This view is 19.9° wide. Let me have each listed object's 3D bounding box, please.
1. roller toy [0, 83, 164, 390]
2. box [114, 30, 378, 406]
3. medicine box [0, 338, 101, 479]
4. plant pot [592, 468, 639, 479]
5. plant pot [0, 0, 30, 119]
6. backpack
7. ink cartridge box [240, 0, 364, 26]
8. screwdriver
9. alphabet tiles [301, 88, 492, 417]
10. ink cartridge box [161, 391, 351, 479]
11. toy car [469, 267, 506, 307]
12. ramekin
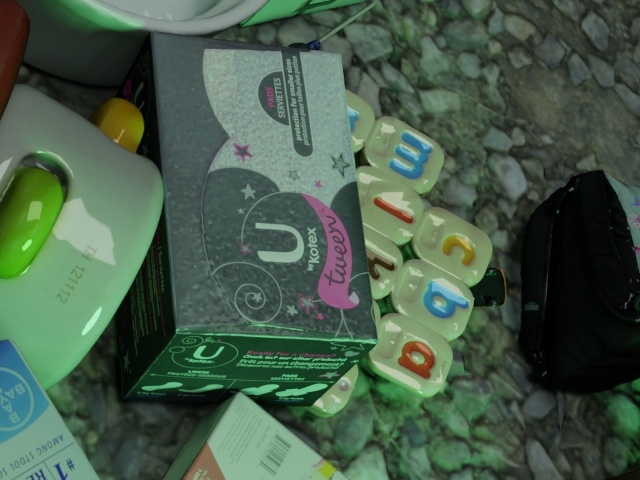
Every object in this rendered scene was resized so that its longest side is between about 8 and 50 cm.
[{"bbox_3d":[-0.202,0.002,1.271,0.146,0.191,0.209,31,31,-18],"label":"roller toy"},{"bbox_3d":[-0.063,-0.014,1.382,0.163,0.142,0.247,4,65,-22],"label":"box"},{"bbox_3d":[-0.245,0.254,1.142,0.263,0.149,0.289,-31,86,-40],"label":"medicine box"},{"bbox_3d":[0.268,0.256,1.482,0.167,0.165,0.167,15,60,-29],"label":"plant pot"},{"bbox_3d":[-0.347,-0.102,1.196,0.267,0.267,0.235,43,39,-8],"label":"plant pot"},{"bbox_3d":[0.253,0.032,1.613,0.115,0.152,0.182,23,51,-42],"label":"backpack"},{"bbox_3d":[-0.022,-0.259,1.609,0.150,0.063,0.109,-17,78,-38],"label":"ink cartridge box"},{"bbox_3d":[0.007,-0.178,1.616,0.025,0.024,0.170,34,43,22],"label":"screwdriver"},{"bbox_3d":[0.000,0.000,1.501,0.278,0.021,0.284,29,57,-8],"label":"alphabet tiles"},{"bbox_3d":[-0.025,0.222,1.362,0.198,0.067,0.115,40,51,-9],"label":"ink cartridge box"},{"bbox_3d":[0.120,0.005,1.581,0.122,0.060,0.040,67,19,3],"label":"toy car"},{"bbox_3d":[-0.172,-0.258,1.459,0.277,0.135,0.277,15,60,-28],"label":"ramekin"}]
